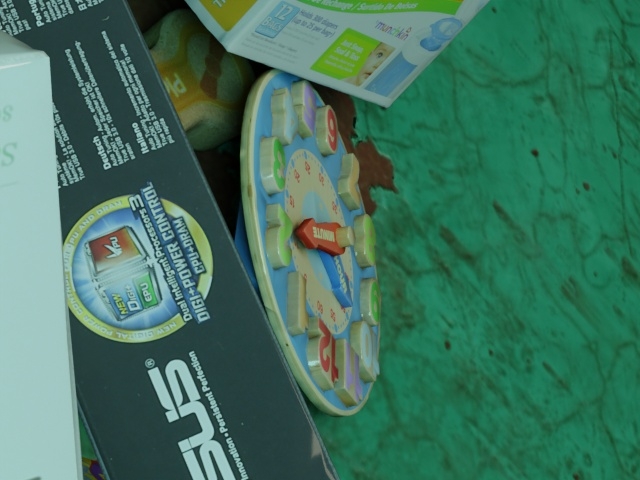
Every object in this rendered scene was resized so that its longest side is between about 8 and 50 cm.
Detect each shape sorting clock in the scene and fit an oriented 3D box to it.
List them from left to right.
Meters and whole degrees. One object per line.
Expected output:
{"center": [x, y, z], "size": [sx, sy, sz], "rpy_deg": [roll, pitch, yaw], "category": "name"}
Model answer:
{"center": [0.000, 0.000, 0.927], "size": [0.206, 0.040, 0.206], "rpy_deg": [-8, 90, -70], "category": "shape sorting clock"}

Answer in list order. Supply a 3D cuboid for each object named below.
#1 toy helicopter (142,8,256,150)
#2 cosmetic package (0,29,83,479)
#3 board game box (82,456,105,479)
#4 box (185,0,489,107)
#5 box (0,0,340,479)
{"center": [-0.119, -0.038, 0.820], "size": [0.235, 0.140, 0.355], "rpy_deg": [56, 32, -1], "category": "toy helicopter"}
{"center": [-0.237, -0.017, 0.490], "size": [0.197, 0.365, 0.155], "rpy_deg": [-14, 116, -32], "category": "cosmetic package"}
{"center": [-0.178, 0.152, 0.630], "size": [0.275, 0.142, 0.144], "rpy_deg": [24, 97, -35], "category": "board game box"}
{"center": [0.003, -0.165, 0.935], "size": [0.103, 0.114, 0.203], "rpy_deg": [51, 19, 22], "category": "box"}
{"center": [-0.071, -0.003, 0.549], "size": [0.060, 0.216, 0.270], "rpy_deg": [-23, 76, -7], "category": "box"}
